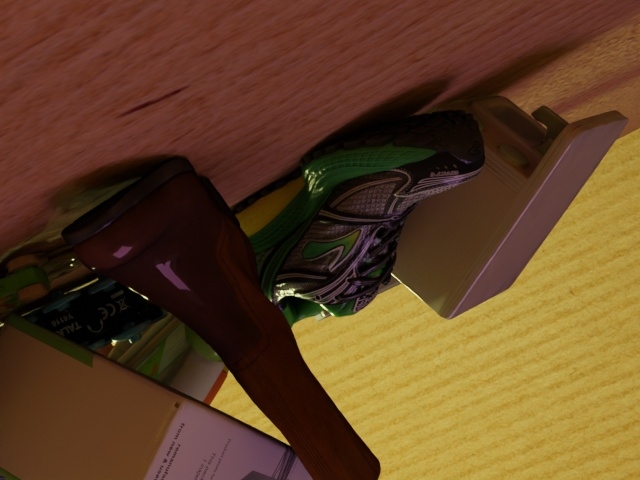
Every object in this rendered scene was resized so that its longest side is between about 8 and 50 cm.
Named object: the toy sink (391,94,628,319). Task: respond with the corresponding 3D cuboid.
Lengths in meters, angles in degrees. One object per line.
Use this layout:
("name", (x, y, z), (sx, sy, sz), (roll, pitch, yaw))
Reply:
("toy sink", (0.170, -0.061, 1.240), (0.152, 0.131, 0.234), (-20, 147, -56))

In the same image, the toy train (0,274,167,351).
("toy train", (-0.243, 0.083, 1.246), (0.184, 0.080, 0.105), (-26, -176, -1))

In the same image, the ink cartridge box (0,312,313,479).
("ink cartridge box", (-0.128, 0.179, 1.006), (0.198, 0.115, 0.273), (20, 169, 35))

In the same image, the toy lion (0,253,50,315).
("toy lion", (-0.257, 0.048, 0.960), (0.100, 0.034, 0.096), (-20, 172, -7))

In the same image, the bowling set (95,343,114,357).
("bowling set", (-0.378, 0.248, 1.840), (0.199, 0.154, 0.287), (-27, 175, 22))

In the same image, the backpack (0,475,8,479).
("backpack", (-0.372, 0.238, 1.115), (0.263, 0.277, 0.213), (-6, 147, 17))

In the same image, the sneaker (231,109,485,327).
("sneaker", (0.043, -0.018, 1.167), (0.134, 0.146, 0.343), (-21, 173, -37))

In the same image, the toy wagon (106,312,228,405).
("toy wagon", (-0.177, 0.154, 1.284), (0.267, 0.068, 0.344), (-43, -157, 30))

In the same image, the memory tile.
("memory tile", (-0.255, 0.037, 1.041), (0.148, 0.012, 0.113), (-28, 174, 31))

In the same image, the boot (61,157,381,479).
("boot", (-0.062, 0.086, 0.907), (0.096, 0.280, 0.264), (-31, 174, 1))

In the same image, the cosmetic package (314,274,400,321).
("cosmetic package", (0.077, 0.012, 1.779), (0.238, 0.127, 0.107), (-23, 174, -7))
